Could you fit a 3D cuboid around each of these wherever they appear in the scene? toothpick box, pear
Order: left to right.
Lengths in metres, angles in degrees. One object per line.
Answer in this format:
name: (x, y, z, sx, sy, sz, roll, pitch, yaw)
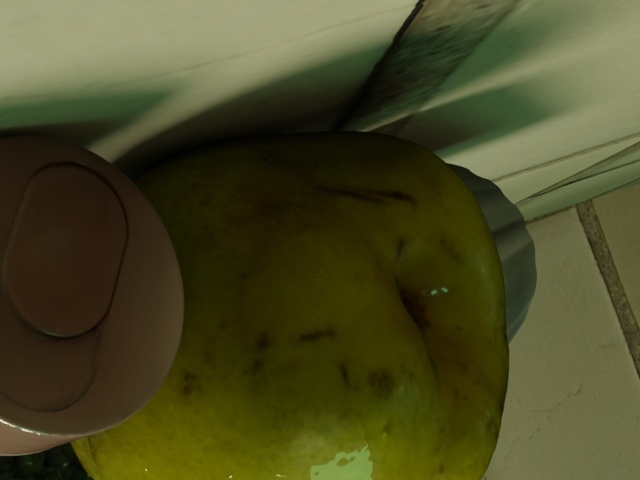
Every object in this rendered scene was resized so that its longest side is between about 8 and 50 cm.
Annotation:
toothpick box: (-0.131, 0.032, 0.393, 0.149, 0.098, 0.098, -21, 175, 43)
pear: (-0.018, 0.046, 0.483, 0.200, 0.200, 0.200, -18, 176, -1)

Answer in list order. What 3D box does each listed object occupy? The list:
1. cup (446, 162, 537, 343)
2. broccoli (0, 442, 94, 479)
cup: (0.024, 0.012, 0.688, 0.167, 0.221, 0.202, -56, 166, 17)
broccoli: (-0.204, 0.161, 0.625, 0.317, 0.277, 0.338, -24, 172, -24)
